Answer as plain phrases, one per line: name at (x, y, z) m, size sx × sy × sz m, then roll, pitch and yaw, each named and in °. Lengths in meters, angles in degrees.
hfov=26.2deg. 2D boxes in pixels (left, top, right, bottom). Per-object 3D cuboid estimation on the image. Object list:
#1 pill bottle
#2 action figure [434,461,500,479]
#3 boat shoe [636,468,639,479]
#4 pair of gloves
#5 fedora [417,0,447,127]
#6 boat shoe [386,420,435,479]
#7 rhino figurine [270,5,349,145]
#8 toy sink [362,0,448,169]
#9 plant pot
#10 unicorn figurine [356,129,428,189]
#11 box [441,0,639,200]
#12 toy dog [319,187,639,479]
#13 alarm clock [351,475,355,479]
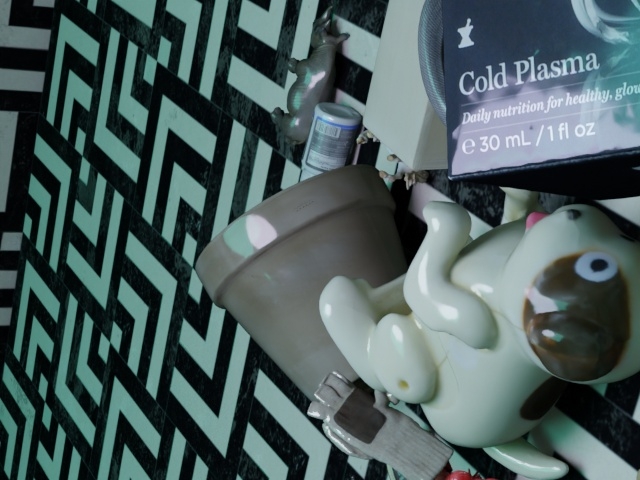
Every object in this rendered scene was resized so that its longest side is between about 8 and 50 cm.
pill bottle at (0.013, -0.148, 2.240) m, size 0.078 × 0.078 × 0.137 m, roll 46°, pitch 128°, yaw 49°
action figure at (0.250, 0.383, 1.845) m, size 0.280 × 0.139 × 0.091 m, roll 51°, pitch 133°, yaw 16°
boat shoe at (0.393, 0.288, 1.625) m, size 0.045 × 0.050 × 0.135 m, roll 60°, pitch 138°, yaw 32°
pair of gloves at (0.112, 0.206, 1.878) m, size 0.204 × 0.240 × 0.042 m, roll 28°, pitch 151°, yaw 12°
fedora at (0.255, -0.217, 1.697) m, size 0.243 × 0.124 × 0.276 m, roll -30°, pitch 72°, yaw 15°
boat shoe at (0.154, 0.368, 2.007) m, size 0.073 × 0.080 × 0.224 m, roll -17°, pitch 80°, yaw 52°
rhino figurine at (-0.012, -0.271, 2.286) m, size 0.106 × 0.073 × 0.243 m, roll 33°, pitch 108°, yaw 64°
toy sink at (0.170, -0.237, 1.929) m, size 0.153 × 0.131 × 0.234 m, roll 47°, pitch 133°, yaw 49°
plant pot at (0.017, 0.087, 2.057) m, size 0.280 × 0.323 × 0.323 m, roll 60°, pitch 140°, yaw 16°
unicorn figurine at (0.113, -0.150, 2.066) m, size 0.060 × 0.111 × 0.162 m, roll -27°, pitch 81°, yaw 46°
box at (0.379, -0.302, 1.320) m, size 0.479 × 0.297 × 0.472 m, roll -7°, pitch 82°, yaw 44°
toy dog at (0.242, 0.102, 1.669) m, size 0.408 × 0.284 × 0.396 m, roll -31°, pitch 76°, yaw 55°
alarm clock at (0.034, 0.484, 2.220) m, size 0.129 × 0.064 × 0.192 m, roll -31°, pitch 66°, yaw 55°
